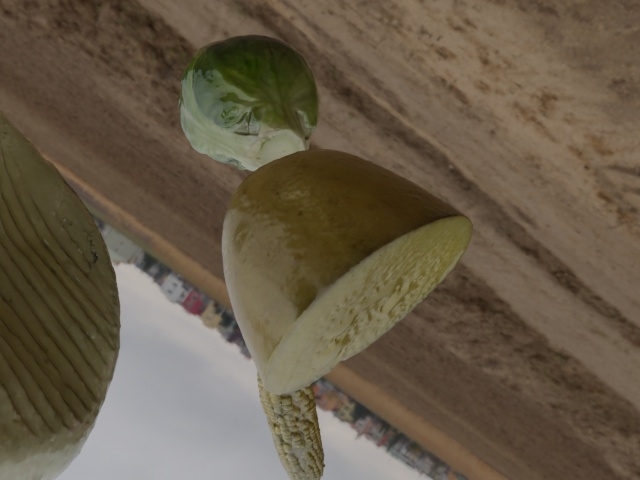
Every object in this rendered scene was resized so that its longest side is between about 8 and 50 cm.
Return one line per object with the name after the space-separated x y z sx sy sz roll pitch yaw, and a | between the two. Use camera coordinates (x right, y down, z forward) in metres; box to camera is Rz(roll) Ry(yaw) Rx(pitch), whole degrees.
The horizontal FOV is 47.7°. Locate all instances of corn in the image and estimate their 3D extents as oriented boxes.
-0.043 0.277 1.127 0.086 0.086 0.288 27 138 41 | corn

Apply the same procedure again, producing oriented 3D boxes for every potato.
0.000 0.000 0.591 0.158 0.203 0.178 53 -167 23 | potato

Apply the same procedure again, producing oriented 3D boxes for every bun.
-0.204 0.026 0.358 0.231 0.133 0.231 56 -162 -28 | bun

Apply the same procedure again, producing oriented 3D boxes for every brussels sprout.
-0.108 -0.217 1.184 0.271 0.219 0.210 59 145 40 | brussels sprout
